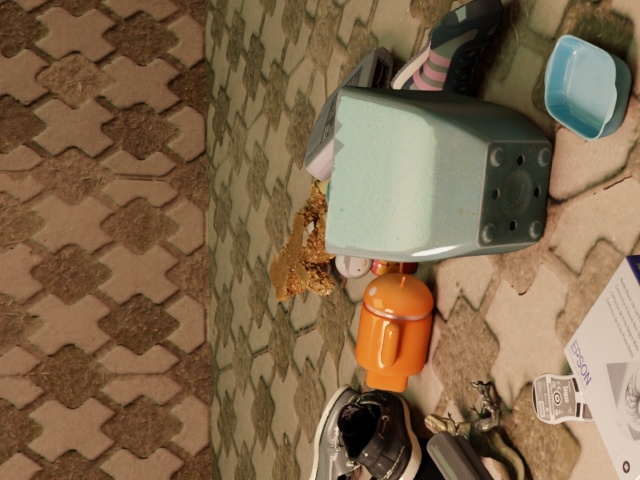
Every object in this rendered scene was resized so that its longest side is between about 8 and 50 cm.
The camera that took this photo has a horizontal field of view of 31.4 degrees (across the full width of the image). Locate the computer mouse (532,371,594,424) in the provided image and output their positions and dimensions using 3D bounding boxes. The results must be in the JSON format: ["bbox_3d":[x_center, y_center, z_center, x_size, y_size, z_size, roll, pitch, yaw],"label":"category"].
[{"bbox_3d":[0.338,0.197,1.456,0.193,0.042,0.106,162,104,-66],"label":"computer mouse"}]

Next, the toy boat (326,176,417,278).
[{"bbox_3d":[0.082,-0.068,2.122,0.267,0.148,0.318,115,152,-51],"label":"toy boat"}]

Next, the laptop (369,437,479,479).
[{"bbox_3d":[0.159,0.565,1.894,0.382,0.236,0.408,154,98,-71],"label":"laptop"}]

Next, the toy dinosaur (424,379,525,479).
[{"bbox_3d":[0.246,0.282,1.716,0.268,0.064,0.118,-156,67,-65],"label":"toy dinosaur"}]

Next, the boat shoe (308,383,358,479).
[{"bbox_3d":[0.044,0.451,2.339,0.099,0.116,0.320,19,104,27],"label":"boat shoe"}]

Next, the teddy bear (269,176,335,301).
[{"bbox_3d":[0.000,0.000,2.493,0.245,0.113,0.338,58,135,49],"label":"teddy bear"}]

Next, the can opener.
[{"bbox_3d":[0.251,0.370,1.607,0.093,0.074,0.280,-53,43,13],"label":"can opener"}]

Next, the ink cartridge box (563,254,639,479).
[{"bbox_3d":[0.368,0.128,1.260,0.223,0.045,0.224,-104,30,-47],"label":"ink cartridge box"}]

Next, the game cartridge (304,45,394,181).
[{"bbox_3d":[0.051,-0.235,2.139,0.196,0.060,0.294,-41,18,29],"label":"game cartridge"}]

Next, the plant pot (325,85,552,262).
[{"bbox_3d":[0.188,-0.084,1.640,0.252,0.247,0.248,15,104,46],"label":"plant pot"}]

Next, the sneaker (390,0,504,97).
[{"bbox_3d":[0.220,-0.268,1.814,0.131,0.112,0.319,68,158,13],"label":"sneaker"}]

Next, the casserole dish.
[{"bbox_3d":[0.346,-0.198,1.469,0.188,0.037,0.114,-123,38,-63],"label":"casserole dish"}]

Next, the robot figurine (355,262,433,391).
[{"bbox_3d":[0.129,0.151,1.987,0.128,0.158,0.220,23,114,41],"label":"robot figurine"}]

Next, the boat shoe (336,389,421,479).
[{"bbox_3d":[0.084,0.335,2.033,0.127,0.113,0.340,-56,14,12],"label":"boat shoe"}]
